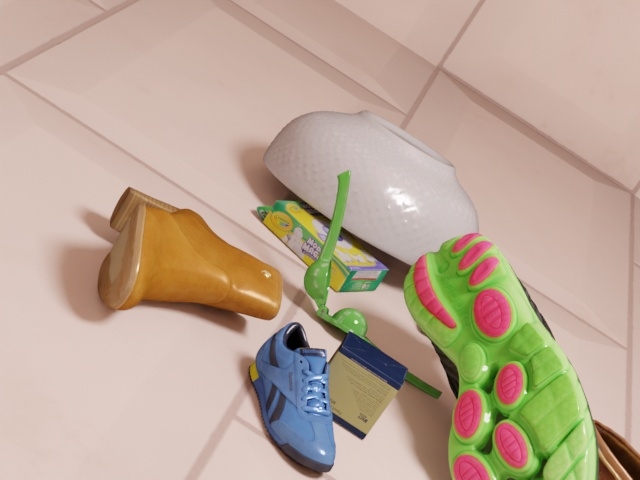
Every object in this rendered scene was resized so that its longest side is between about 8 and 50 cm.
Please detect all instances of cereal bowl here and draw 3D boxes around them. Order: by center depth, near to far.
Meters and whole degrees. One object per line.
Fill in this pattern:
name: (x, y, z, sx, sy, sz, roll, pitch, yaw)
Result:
cereal bowl: (0.094, -0.088, 2.506, 0.339, 0.141, 0.339, 32, 9, -6)

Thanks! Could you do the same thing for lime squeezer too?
lime squeezer: (0.045, 0.075, 2.193, 0.059, 0.110, 0.310, 131, -63, -76)

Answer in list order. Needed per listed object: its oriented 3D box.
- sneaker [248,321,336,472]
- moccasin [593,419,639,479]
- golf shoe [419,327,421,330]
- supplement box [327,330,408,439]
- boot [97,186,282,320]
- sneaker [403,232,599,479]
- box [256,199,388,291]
sneaker: (-0.021, 0.165, 1.887, 0.069, 0.082, 0.209, 24, 22, -29)
moccasin: (0.452, 0.355, 2.066, 0.380, 0.147, 0.139, 39, 20, 15)
golf shoe: (0.191, 0.084, 2.408, 0.069, 0.086, 0.176, 30, 18, -2)
supplement box: (0.041, 0.165, 1.976, 0.083, 0.083, 0.056, 33, 19, 0)
boot: (-0.139, 0.039, 1.972, 0.211, 0.104, 0.295, 28, 16, -13)
sneaker: (0.243, 0.190, 2.068, 0.202, 0.185, 0.482, 46, 22, -38)
box: (0.000, 0.000, 2.374, 0.179, 0.043, 0.105, 41, 20, 26)
